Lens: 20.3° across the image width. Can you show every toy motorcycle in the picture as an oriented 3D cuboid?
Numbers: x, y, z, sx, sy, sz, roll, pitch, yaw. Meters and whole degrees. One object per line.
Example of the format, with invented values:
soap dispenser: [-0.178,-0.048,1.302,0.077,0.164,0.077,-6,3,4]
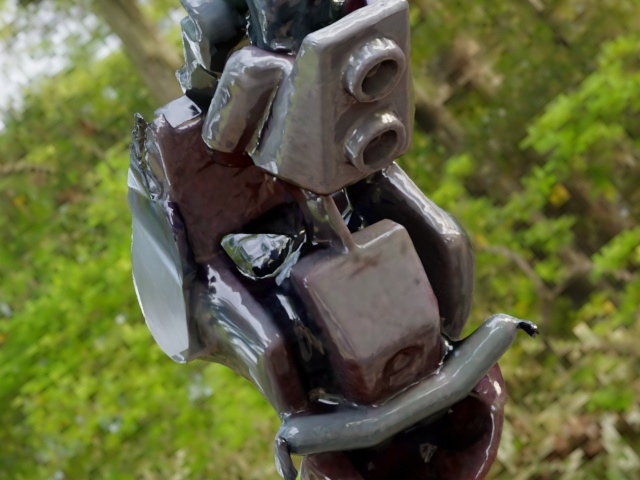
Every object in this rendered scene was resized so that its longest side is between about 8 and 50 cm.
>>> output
toy motorcycle: [-0.001,0.001,0.483,0.082,0.122,0.213,-31,-33,-19]
